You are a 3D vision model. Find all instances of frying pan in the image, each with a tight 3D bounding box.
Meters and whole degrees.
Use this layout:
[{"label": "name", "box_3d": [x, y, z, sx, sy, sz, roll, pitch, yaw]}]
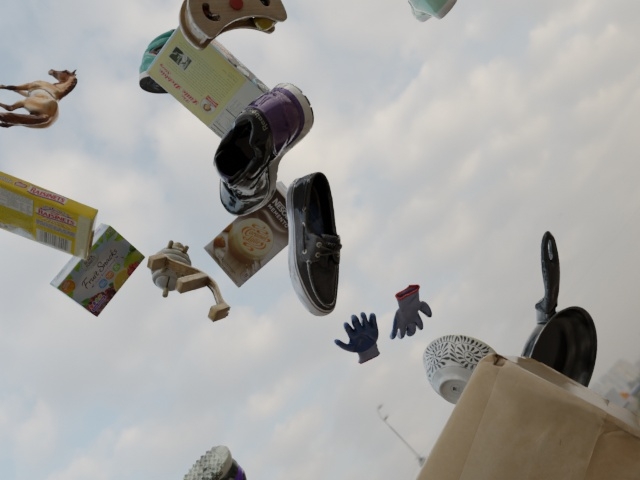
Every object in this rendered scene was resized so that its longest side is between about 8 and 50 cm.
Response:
[{"label": "frying pan", "box_3d": [0.350, 0.158, 0.907, 0.197, 0.053, 0.326, -51, -58, -17]}]

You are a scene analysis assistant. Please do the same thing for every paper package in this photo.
[{"label": "paper package", "box_3d": [0.205, 0.299, 0.627, 0.325, 0.168, 0.309, -63, -29, 3]}]

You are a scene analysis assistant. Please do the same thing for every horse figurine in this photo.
[{"label": "horse figurine", "box_3d": [-0.599, -0.286, 1.186, 0.174, 0.263, 0.066, 1, -55, -20]}]

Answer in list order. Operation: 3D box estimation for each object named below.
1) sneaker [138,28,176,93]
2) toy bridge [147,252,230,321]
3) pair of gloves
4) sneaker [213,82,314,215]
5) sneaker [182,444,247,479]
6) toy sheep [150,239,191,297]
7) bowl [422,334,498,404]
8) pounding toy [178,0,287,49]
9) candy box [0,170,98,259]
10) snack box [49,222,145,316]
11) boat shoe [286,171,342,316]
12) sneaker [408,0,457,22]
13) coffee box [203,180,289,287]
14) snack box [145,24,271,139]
[{"label": "sneaker", "box_3d": [-0.373, -0.518, 1.663, 0.295, 0.179, 0.124, -3, -19, -16]}, {"label": "toy bridge", "box_3d": [-0.220, 0.072, 0.992, 0.063, 0.188, 0.026, -15, -49, -51]}, {"label": "pair of gloves", "box_3d": [0.119, 0.160, 1.081, 0.198, 0.023, 0.159, -25, -42, -7]}, {"label": "sneaker", "box_3d": [-0.125, -0.118, 0.877, 0.124, 0.107, 0.283, -38, -9, -39]}, {"label": "sneaker", "box_3d": [-0.250, 0.550, 1.103, 0.293, 0.102, 0.146, -41, -65, -21]}, {"label": "toy sheep", "box_3d": [-0.302, 0.057, 1.165, 0.091, 0.091, 0.132, 90, -173, -48]}, {"label": "bowl", "box_3d": [0.286, 0.284, 1.185, 0.080, 0.170, 0.170, -57, -15, -51]}, {"label": "pounding toy", "box_3d": [-0.188, -0.475, 1.144, 0.269, 0.155, 0.154, -3, -92, -29]}, {"label": "candy box", "box_3d": [-0.416, -0.045, 0.797, 0.105, 0.205, 0.027, 125, 164, -45]}, {"label": "snack box", "box_3d": [-0.403, 0.053, 1.052, 0.141, 0.037, 0.100, -57, -47, -21]}, {"label": "boat shoe", "box_3d": [0.000, 0.000, 0.896, 0.080, 0.229, 0.076, 8, -22, -35]}, {"label": "sneaker", "box_3d": [0.236, -0.613, 1.397, 0.151, 0.256, 0.094, 37, -77, -15]}, {"label": "coffee box", "box_3d": [-0.154, -0.017, 1.461, 0.246, 0.141, 0.098, -41, 2, 14]}, {"label": "snack box", "box_3d": [-0.279, -0.406, 1.530, 0.187, 0.322, 0.060, -41, 16, 27]}]
